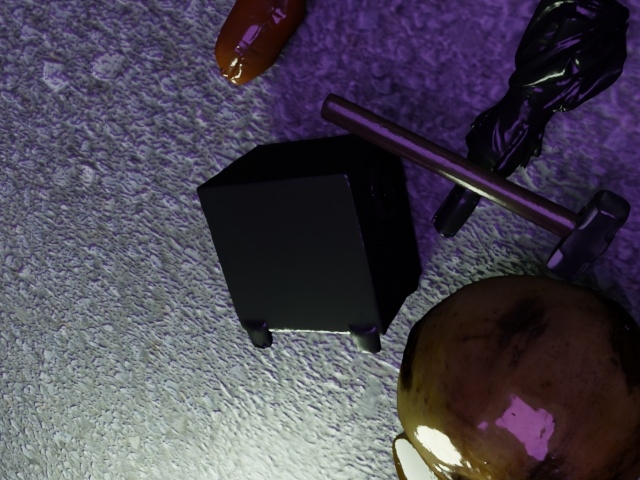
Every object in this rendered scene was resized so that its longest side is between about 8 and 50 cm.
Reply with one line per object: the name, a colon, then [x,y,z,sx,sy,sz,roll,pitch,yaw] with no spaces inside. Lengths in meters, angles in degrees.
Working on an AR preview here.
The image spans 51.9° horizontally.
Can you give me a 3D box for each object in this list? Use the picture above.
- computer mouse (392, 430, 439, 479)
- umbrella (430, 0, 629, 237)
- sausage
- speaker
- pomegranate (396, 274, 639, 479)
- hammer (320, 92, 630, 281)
computer mouse: [0.257,0.366,1.012,0.311,0.072,0.158,-2,113,26]
umbrella: [0.230,-0.134,0.777,0.118,0.118,0.340,35,123,8]
sausage: [-0.079,-0.290,0.878,0.089,0.089,0.179,44,120,3]
speaker: [0.000,0.000,0.906,0.232,0.184,0.253,-3,114,28]
pomegranate: [0.246,0.187,0.802,0.322,0.322,0.321,11,116,22]
hammer: [0.164,-0.079,0.771,0.366,0.043,0.111,29,137,10]
